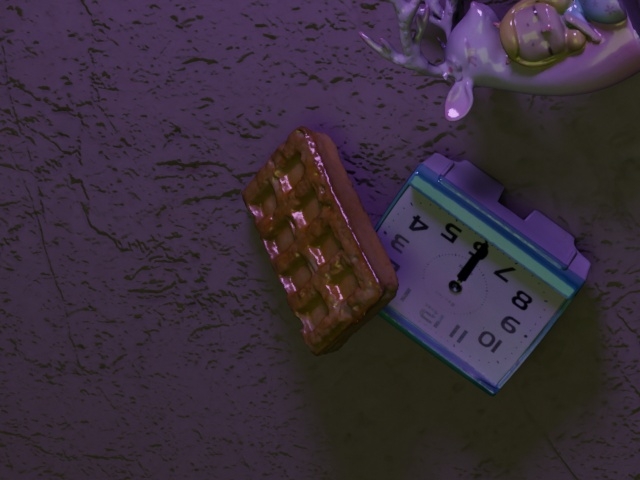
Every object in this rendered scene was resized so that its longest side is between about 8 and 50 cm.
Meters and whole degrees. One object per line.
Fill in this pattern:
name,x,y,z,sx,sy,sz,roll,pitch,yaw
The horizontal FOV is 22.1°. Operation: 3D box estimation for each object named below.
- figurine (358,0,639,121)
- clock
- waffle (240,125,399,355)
figurine,0.210,-0.293,1.965,0.316,0.206,0.284,-21,108,22
clock,0.194,0.039,2.151,0.262,0.116,0.231,36,125,6
waffle,0.000,0.000,2.159,0.168,0.057,0.274,-47,59,41
